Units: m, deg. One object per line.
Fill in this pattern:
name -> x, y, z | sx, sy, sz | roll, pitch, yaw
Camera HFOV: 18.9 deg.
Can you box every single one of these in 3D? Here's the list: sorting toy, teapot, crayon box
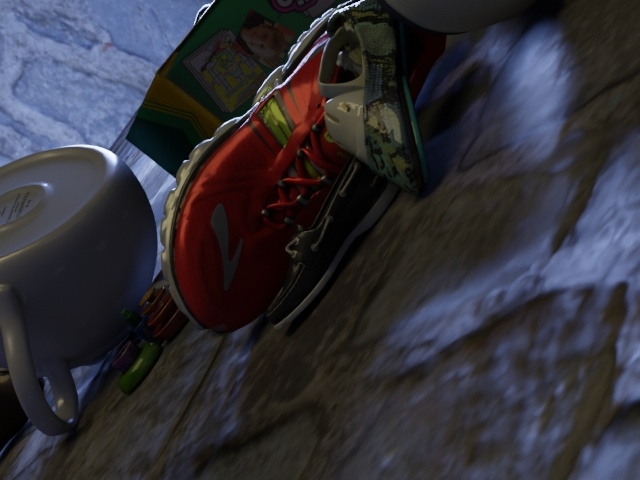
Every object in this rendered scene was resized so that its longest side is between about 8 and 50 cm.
sorting toy -> -0.149, 0.076, 1.611 | 0.102, 0.042, 0.061 | -53, 10, 1
teapot -> -0.253, 0.044, 1.817 | 0.256, 0.187, 0.252 | -40, 31, -29
crayon box -> -0.026, -0.232, 1.813 | 0.363, 0.106, 0.313 | -53, 3, -13

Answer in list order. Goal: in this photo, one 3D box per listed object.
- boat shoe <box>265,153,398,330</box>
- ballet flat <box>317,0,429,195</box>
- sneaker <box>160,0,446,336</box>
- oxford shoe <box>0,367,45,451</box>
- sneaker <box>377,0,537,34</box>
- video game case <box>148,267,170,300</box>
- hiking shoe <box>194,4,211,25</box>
boat shoe -> 0.000, 0.000, 1.225 | 0.125, 0.038, 0.046 | -52, 10, 2
ballet flat -> 0.031, -0.089, 1.213 | 0.070, 0.070, 0.188 | -47, 25, 27
sneaker -> -0.010, -0.061, 1.314 | 0.279, 0.107, 0.118 | -59, 23, -13
oxford shoe -> -0.363, 0.215, 2.037 | 0.227, 0.083, 0.096 | -46, 31, 32
sneaker -> 0.096, -0.205, 1.288 | 0.148, 0.131, 0.350 | -51, 3, 39
video game case -> -0.053, -0.042, 1.632 | 0.204, 0.025, 0.285 | -56, 11, -14
hiking shoe -> -0.081, -0.221, 2.096 | 0.227, 0.114, 0.086 | -44, 14, 39
